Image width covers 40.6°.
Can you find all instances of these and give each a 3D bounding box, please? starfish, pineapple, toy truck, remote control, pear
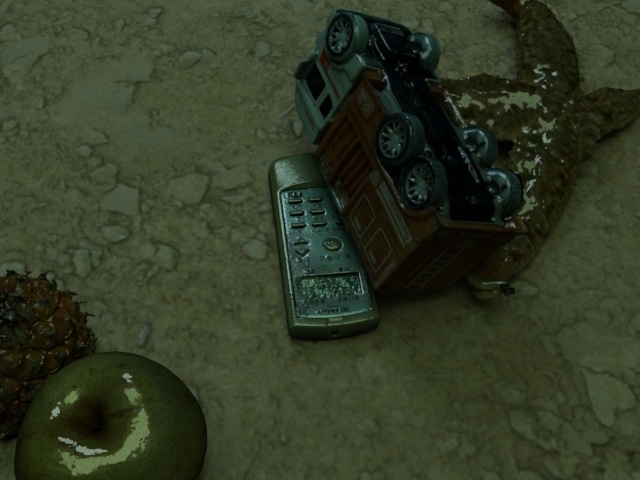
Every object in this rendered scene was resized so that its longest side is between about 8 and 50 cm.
[{"bbox_3d":[0.216,-0.152,1.057,0.324,0.082,0.432,40,65,17],"label":"starfish"},{"bbox_3d":[-0.305,0.091,0.826,0.176,0.137,0.161,-21,60,-15],"label":"pineapple"},{"bbox_3d":[0.078,-0.097,0.931,0.136,0.162,0.305,3,52,-38],"label":"toy truck"},{"bbox_3d":[0.000,0.000,0.964,0.098,0.038,0.233,-5,58,-6],"label":"remote control"},{"bbox_3d":[-0.188,0.183,0.775,0.167,0.136,0.167,0,56,0],"label":"pear"}]
